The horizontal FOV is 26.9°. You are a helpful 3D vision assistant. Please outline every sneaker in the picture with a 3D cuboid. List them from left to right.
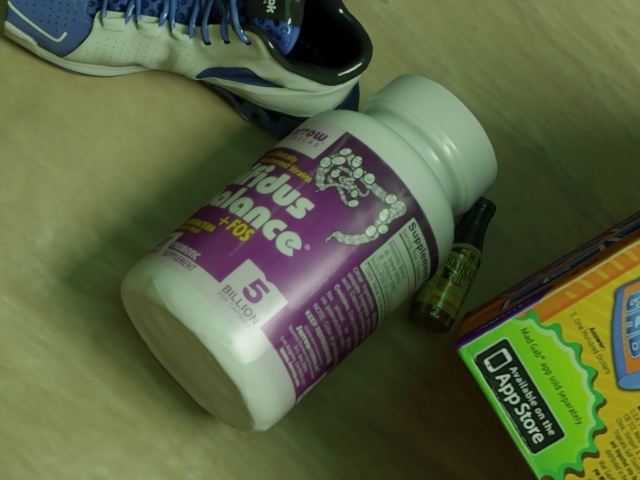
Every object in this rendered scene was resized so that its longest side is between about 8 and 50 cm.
[{"bbox_3d":[-0.089,-0.194,1.104,0.315,0.182,0.127,18,71,-12],"label":"sneaker"}]

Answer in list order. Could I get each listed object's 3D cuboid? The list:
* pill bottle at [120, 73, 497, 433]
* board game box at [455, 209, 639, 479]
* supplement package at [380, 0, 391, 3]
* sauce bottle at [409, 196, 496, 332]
[{"bbox_3d":[0.000,0.000,1.089,0.301,0.169,0.169,-42,91,-21],"label":"pill bottle"},{"bbox_3d":[0.346,0.126,0.999,0.356,0.356,0.356,-32,86,6],"label":"board game box"},{"bbox_3d":[0.025,-0.385,1.146,0.175,0.177,0.293,18,51,-11],"label":"supplement package"},{"bbox_3d":[0.120,0.019,1.189,0.042,0.042,0.128,27,71,-9],"label":"sauce bottle"}]
